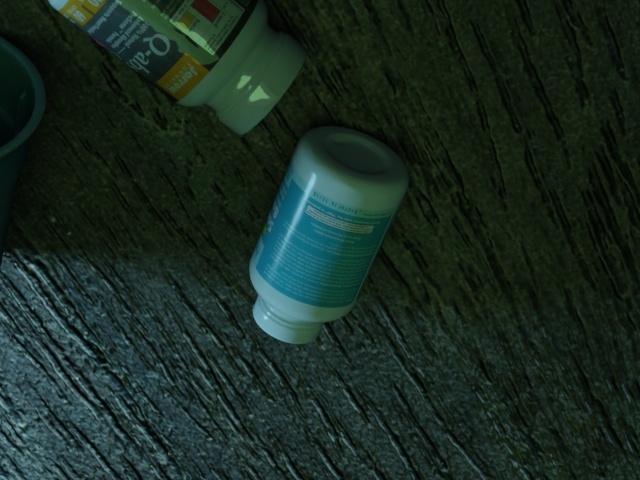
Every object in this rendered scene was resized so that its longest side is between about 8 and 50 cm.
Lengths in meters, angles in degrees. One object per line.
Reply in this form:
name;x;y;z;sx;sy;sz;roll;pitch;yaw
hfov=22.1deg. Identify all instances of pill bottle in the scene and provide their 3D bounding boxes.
pill bottle;-0.163;-0.256;1.902;0.278;0.162;0.162;38;117;-15
pill bottle;0.000;0.000;2.041;0.146;0.146;0.264;20;119;-6

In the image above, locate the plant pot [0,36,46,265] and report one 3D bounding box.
plant pot;-0.514;-0.051;1.983;0.341;0.341;0.334;11;129;-1
